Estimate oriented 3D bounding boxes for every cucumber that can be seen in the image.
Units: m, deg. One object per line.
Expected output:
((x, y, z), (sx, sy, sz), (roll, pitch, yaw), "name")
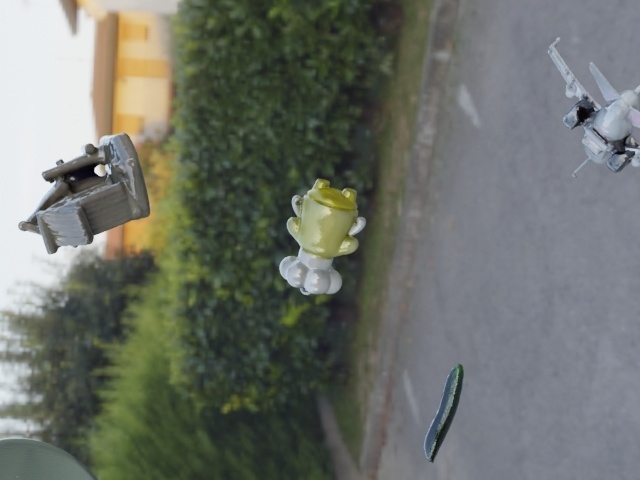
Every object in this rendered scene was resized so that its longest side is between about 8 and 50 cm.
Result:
((0.202, 0.284, 1.581), (0.036, 0.033, 0.184), (-122, 46, -65), "cucumber")

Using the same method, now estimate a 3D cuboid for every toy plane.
((0.242, -0.092, 0.810), (0.162, 0.065, 0.171), (47, 173, 13), "toy plane")

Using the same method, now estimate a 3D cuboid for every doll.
((0.000, 0.000, 1.324), (0.062, 0.106, 0.162), (-33, -38, -69), "doll")

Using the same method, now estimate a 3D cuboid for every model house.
((-0.334, -0.059, 1.360), (0.122, 0.188, 0.229), (62, 166, -17), "model house")

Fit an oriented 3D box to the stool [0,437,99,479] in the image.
((-0.340, 0.343, 1.039), (0.198, 0.195, 0.195), (-55, 50, 36), "stool")
